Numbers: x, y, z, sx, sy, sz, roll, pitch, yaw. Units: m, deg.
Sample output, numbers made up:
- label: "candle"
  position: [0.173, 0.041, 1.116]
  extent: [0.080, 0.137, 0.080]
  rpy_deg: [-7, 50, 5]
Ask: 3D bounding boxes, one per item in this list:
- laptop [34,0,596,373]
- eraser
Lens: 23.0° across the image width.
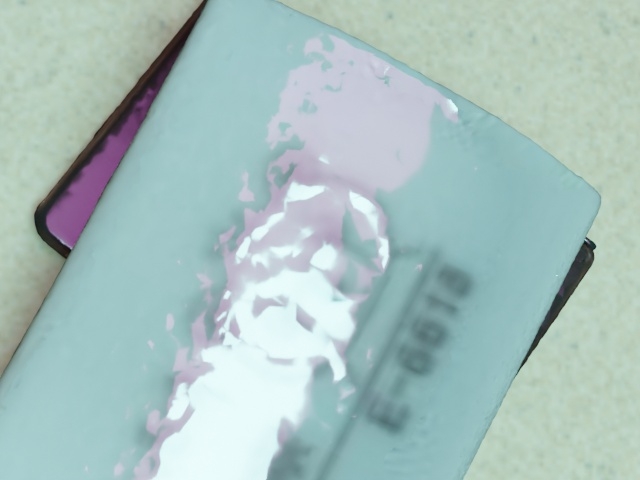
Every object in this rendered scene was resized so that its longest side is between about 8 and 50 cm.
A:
- label: "laptop"
  position: [0.000, 0.000, 0.679]
  extent: [0.207, 0.026, 0.154]
  rpy_deg: [37, 74, -4]
- label: "eraser"
  position: [-0.028, 0.060, 0.602]
  extent: [0.174, 0.095, 0.270]
  rpy_deg: [29, 83, -8]
